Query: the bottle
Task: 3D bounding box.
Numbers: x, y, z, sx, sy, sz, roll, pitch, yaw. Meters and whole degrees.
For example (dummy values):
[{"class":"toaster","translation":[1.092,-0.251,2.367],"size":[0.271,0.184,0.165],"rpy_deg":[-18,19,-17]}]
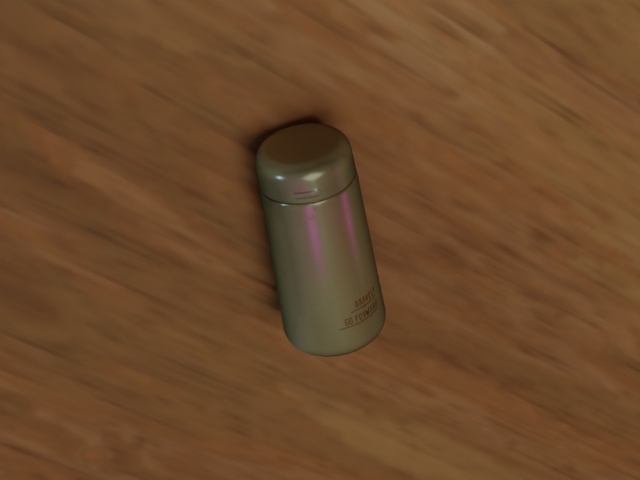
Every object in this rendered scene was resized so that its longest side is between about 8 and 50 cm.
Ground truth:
[{"class":"bottle","translation":[0.000,0.000,0.753],"size":[0.045,0.045,0.096],"rpy_deg":[-19,126,-13]}]
